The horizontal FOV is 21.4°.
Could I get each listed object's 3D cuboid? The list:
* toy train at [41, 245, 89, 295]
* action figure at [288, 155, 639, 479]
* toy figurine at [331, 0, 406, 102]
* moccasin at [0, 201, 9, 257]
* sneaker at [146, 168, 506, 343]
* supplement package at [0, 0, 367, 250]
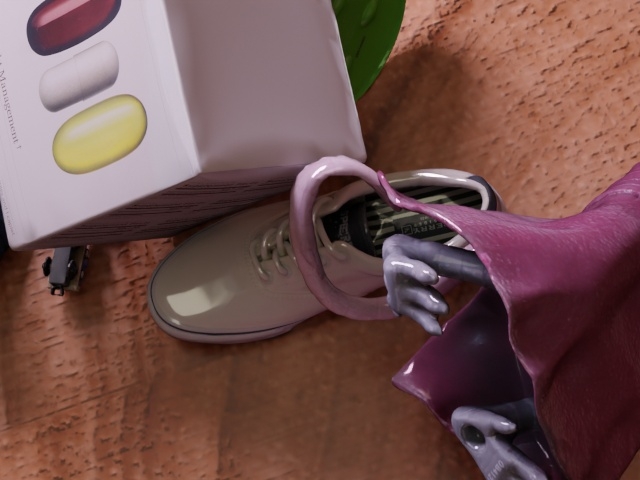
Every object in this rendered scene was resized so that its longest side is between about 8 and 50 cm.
[{"bbox_3d":[-0.172,-0.034,1.222,0.027,0.036,0.158,6,74,12],"label":"toy train"},{"bbox_3d":[0.207,0.014,1.095,0.370,0.248,0.275,-34,44,-29],"label":"action figure"},{"bbox_3d":[-0.047,-0.156,1.221,0.159,0.130,0.173,29,104,27],"label":"toy figurine"},{"bbox_3d":[-0.357,-0.096,1.224,0.342,0.138,0.117,49,58,-1],"label":"moccasin"},{"bbox_3d":[0.000,0.000,1.162,0.258,0.091,0.094,-19,73,1],"label":"sneaker"},{"bbox_3d":[-0.108,-0.112,1.114,0.203,0.149,0.194,-19,82,44],"label":"supplement package"}]
